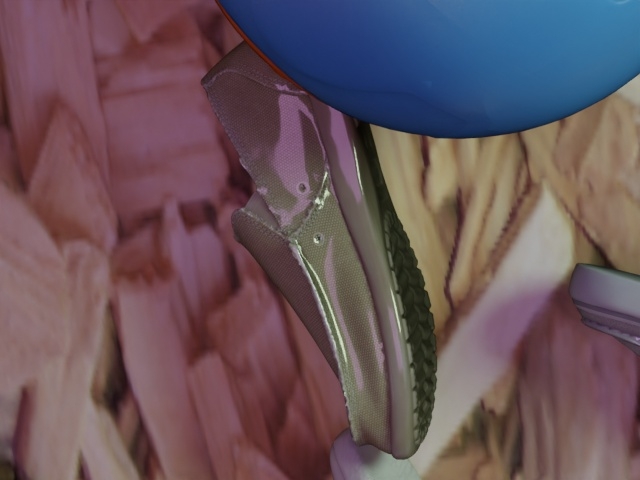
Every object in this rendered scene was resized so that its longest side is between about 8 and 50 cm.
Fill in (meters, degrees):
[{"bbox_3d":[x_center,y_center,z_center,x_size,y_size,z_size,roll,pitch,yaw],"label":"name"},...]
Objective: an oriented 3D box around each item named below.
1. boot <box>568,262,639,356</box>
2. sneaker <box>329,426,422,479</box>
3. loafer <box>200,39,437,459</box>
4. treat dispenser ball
[{"bbox_3d":[0.249,0.106,0.971,0.258,0.095,0.123,20,95,5],"label":"boot"},{"bbox_3d":[0.035,0.218,1.043,0.094,0.080,0.212,-19,97,24],"label":"sneaker"},{"bbox_3d":[0.000,0.000,1.001,0.092,0.102,0.268,-15,87,13],"label":"loafer"},{"bbox_3d":[0.069,-0.195,0.854,0.288,0.288,0.288,2,99,9],"label":"treat dispenser ball"}]
